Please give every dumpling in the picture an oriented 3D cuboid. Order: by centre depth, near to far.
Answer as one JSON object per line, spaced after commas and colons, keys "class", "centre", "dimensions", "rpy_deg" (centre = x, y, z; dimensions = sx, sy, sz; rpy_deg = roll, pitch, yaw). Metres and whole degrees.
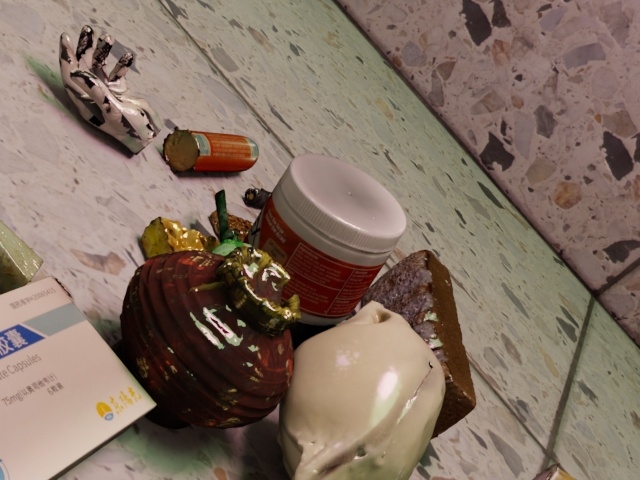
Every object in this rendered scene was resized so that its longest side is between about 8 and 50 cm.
{"class": "dumpling", "centre": [0.060, 0.276, 1.389], "dimensions": [0.395, 0.233, 0.316], "rpy_deg": [-65, 143, -59]}

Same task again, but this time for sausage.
{"class": "sausage", "centre": [-0.180, -0.154, 1.871], "dimensions": [0.083, 0.083, 0.264], "rpy_deg": [53, 20, 13]}

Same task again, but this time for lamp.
{"class": "lamp", "centre": [-0.133, 0.115, 1.287], "dimensions": [0.247, 0.247, 0.247], "rpy_deg": [40, 23, -20]}

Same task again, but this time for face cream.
{"class": "face cream", "centre": [0.000, 0.000, 1.578], "dimensions": [0.201, 0.187, 0.201], "rpy_deg": [24, 28, -14]}

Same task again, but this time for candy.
{"class": "candy", "centre": [-0.136, -0.008, 1.549], "dimensions": [0.097, 0.097, 0.323], "rpy_deg": [37, 17, -25]}

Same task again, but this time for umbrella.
{"class": "umbrella", "centre": [-0.090, -0.075, 1.950], "dimensions": [0.037, 0.040, 0.144], "rpy_deg": [48, 18, 26]}

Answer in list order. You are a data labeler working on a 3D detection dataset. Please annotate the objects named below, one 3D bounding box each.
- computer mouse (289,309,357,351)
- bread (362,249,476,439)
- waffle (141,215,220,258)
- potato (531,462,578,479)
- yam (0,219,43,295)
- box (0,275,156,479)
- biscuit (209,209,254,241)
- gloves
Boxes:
{"class": "computer mouse", "centre": [0.009, 0.170, 1.637], "dimensions": [0.137, 0.096, 0.233], "rpy_deg": [27, 31, -27]}
{"class": "bread", "centre": [0.162, 0.176, 1.827], "dimensions": [0.113, 0.165, 0.416], "rpy_deg": [45, 20, -22]}
{"class": "waffle", "centre": [-0.159, 0.058, 1.561], "dimensions": [0.211, 0.055, 0.160], "rpy_deg": [20, 35, -49]}
{"class": "potato", "centre": [0.321, 0.467, 1.511], "dimensions": [0.196, 0.246, 0.299], "rpy_deg": [45, 22, 16]}
{"class": "yam", "centre": [-0.397, -0.007, 1.203], "dimensions": [0.169, 0.068, 0.068], "rpy_deg": [43, 22, -9]}
{"class": "box", "centre": [-0.323, 0.160, 1.057], "dimensions": [0.200, 0.065, 0.343], "rpy_deg": [49, 21, 5]}
{"class": "biscuit", "centre": [-0.098, 0.049, 1.735], "dimensions": [0.131, 0.026, 0.237], "rpy_deg": [18, 35, -49]}
{"class": "gloves", "centre": [-0.342, -0.236, 1.662], "dimensions": [0.212, 0.111, 0.127], "rpy_deg": [45, 45, -15]}
